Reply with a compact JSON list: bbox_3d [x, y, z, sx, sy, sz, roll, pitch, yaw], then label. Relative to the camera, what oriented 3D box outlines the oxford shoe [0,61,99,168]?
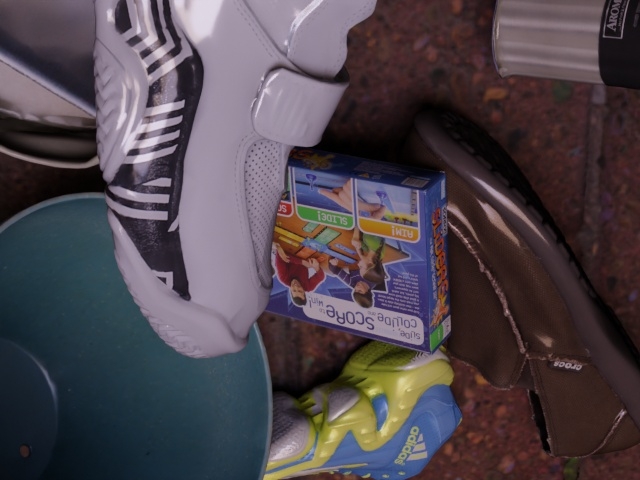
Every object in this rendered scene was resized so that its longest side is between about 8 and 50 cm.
[{"bbox_3d":[-0.316,-0.151,0.852,0.449,0.130,0.169,13,117,-10],"label":"oxford shoe"}]

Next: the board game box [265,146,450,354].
[{"bbox_3d":[0.000,0.000,0.948,0.201,0.035,0.136,13,122,29],"label":"board game box"}]

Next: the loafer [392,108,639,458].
[{"bbox_3d":[0.154,0.058,0.999,0.130,0.134,0.366,-32,116,11],"label":"loafer"}]

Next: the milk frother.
[{"bbox_3d":[0.216,-0.153,0.924,0.134,0.129,0.143,11,155,27],"label":"milk frother"}]

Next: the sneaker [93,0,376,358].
[{"bbox_3d":[0.006,-0.112,0.563,0.210,0.137,0.366,-2,114,-1],"label":"sneaker"}]

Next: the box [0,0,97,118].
[{"bbox_3d":[-0.034,-0.285,0.714,0.212,0.293,0.395,32,110,-19],"label":"box"}]

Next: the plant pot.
[{"bbox_3d":[-0.207,0.127,0.949,0.195,0.290,0.290,-16,125,43],"label":"plant pot"}]

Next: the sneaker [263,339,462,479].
[{"bbox_3d":[0.017,0.177,1.072,0.240,0.091,0.126,-28,117,7],"label":"sneaker"}]
